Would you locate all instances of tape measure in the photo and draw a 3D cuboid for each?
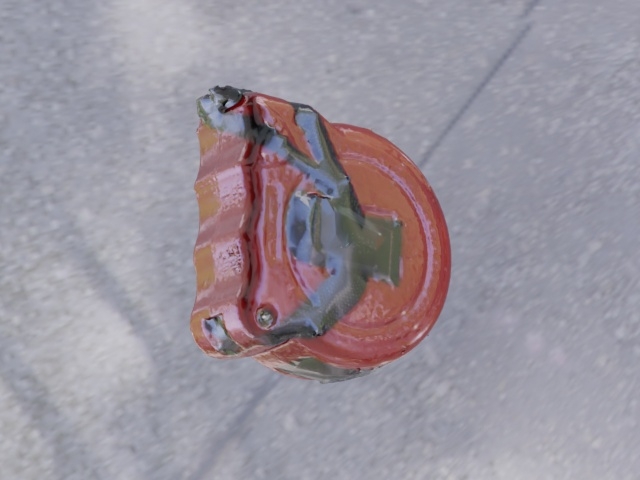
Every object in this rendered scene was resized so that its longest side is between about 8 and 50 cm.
[{"bbox_3d":[0.000,0.001,1.623,0.114,0.260,0.253,-21,63,54],"label":"tape measure"}]
